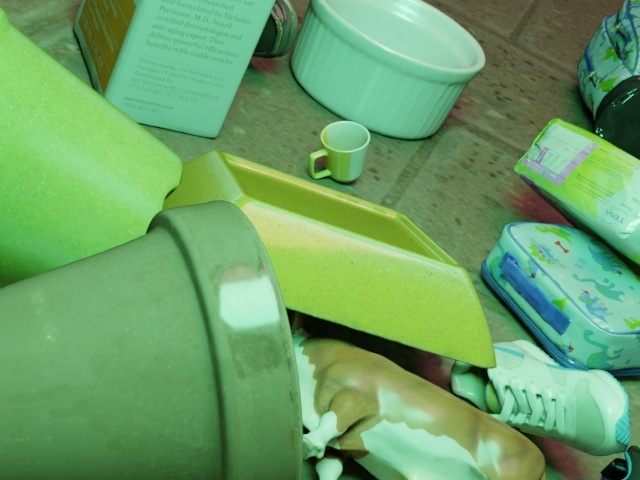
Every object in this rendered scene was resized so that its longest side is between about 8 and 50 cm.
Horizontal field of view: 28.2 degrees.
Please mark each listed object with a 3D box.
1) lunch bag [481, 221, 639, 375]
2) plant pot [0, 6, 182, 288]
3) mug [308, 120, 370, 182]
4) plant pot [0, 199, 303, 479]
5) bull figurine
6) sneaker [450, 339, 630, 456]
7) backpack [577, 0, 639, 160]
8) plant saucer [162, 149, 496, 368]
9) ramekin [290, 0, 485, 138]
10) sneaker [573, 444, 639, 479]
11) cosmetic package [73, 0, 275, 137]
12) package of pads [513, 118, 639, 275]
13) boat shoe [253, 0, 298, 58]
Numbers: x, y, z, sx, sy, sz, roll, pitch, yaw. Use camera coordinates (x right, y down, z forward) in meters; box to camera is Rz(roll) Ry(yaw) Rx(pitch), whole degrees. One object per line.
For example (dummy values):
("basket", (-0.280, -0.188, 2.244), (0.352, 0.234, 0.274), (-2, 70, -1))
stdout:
("lunch bag", (0.309, 0.069, 1.547), (0.176, 0.090, 0.219), (1, 37, -41))
("plant pot", (-0.272, -0.058, 1.126), (0.254, 0.276, 0.276), (30, 26, -18))
("mug", (0.024, -0.109, 1.629), (0.078, 0.064, 0.062), (0, 44, -1))
("plant pot", (-0.160, 0.112, 0.950), (0.229, 0.263, 0.263), (-8, 40, -21))
("bull figurine", (0.058, 0.177, 1.146), (0.310, 0.101, 0.188), (22, 35, 4))
("sneaker", (0.220, 0.163, 1.276), (0.092, 0.087, 0.229), (-7, 12, -26))
("backpack", (0.591, -0.275, 2.236), (0.290, 0.273, 0.355), (15, 17, -8))
("plant saucer", (0.000, 0.000, 1.307), (0.333, 0.081, 0.333), (18, 11, -16))
("ramekin", (0.090, -0.268, 1.880), (0.277, 0.135, 0.277), (21, 28, -12))
("sneaker", (0.361, 0.245, 1.261), (0.139, 0.125, 0.341), (40, 30, 27))
("cosmetic package", (-0.140, -0.379, 1.533), (0.161, 0.453, 0.230), (10, 32, -28))
("package of pads", (0.401, -0.031, 1.641), (0.229, 0.101, 0.296), (39, 3, -29))
("boat shoe", (-0.195, -0.345, 1.804), (0.355, 0.132, 0.130), (30, 37, 24))
